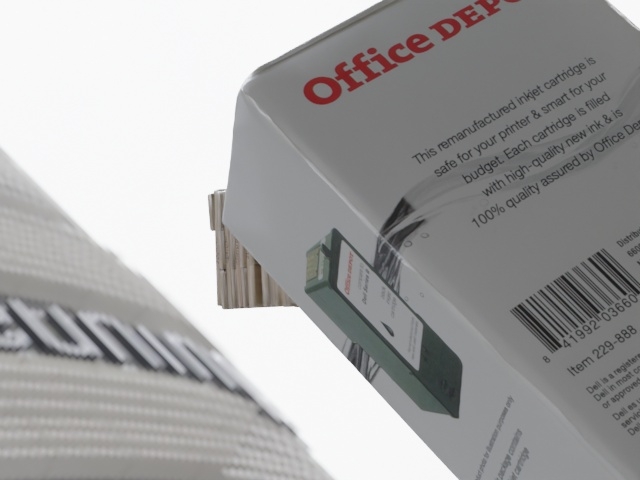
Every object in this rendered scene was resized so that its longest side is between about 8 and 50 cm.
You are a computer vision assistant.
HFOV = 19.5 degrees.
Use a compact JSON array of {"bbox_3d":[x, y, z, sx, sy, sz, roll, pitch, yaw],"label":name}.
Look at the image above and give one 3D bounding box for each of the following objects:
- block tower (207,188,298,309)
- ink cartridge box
[{"bbox_3d":[0.000,0.000,1.251,0.091,0.335,0.097,-2,-90,-14],"label":"block tower"},{"bbox_3d":[0.118,0.003,0.951,0.211,0.289,0.121,-30,-27,-27],"label":"ink cartridge box"}]
